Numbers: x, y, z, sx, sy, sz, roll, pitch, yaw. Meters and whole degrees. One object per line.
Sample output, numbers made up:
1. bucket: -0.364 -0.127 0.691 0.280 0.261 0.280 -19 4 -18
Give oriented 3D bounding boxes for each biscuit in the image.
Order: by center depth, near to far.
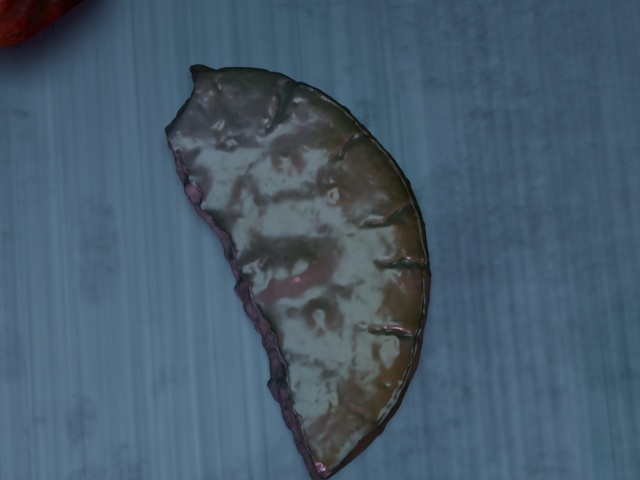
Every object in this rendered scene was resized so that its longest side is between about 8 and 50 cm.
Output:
1. biscuit: 0.000 0.000 0.872 0.141 0.038 0.290 -22 82 -5

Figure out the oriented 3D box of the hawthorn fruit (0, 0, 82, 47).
1. hawthorn fruit: -0.231 -0.224 0.853 0.157 0.157 0.194 -43 66 -7
